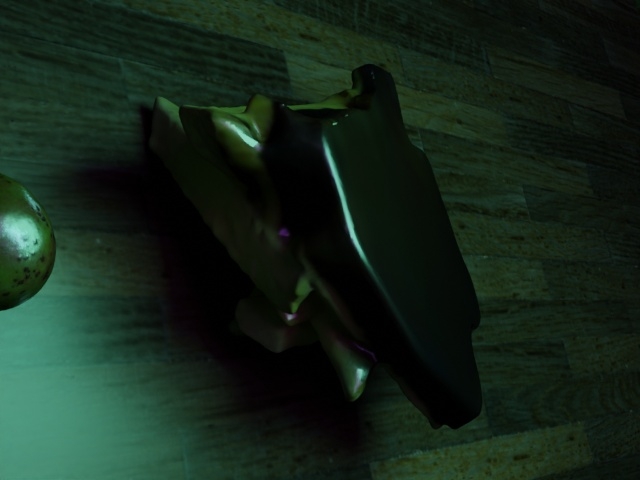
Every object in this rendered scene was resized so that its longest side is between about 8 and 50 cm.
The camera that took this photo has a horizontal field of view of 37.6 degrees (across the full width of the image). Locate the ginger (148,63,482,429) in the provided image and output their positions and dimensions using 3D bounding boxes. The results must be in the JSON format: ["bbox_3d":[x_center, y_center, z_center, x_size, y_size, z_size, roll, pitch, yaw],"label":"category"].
[{"bbox_3d":[0.000,0.000,0.969,0.414,0.211,0.358,60,26,-22],"label":"ginger"}]

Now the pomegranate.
[{"bbox_3d":[-0.268,0.013,0.704,0.142,0.114,0.115,-43,106,-25],"label":"pomegranate"}]
